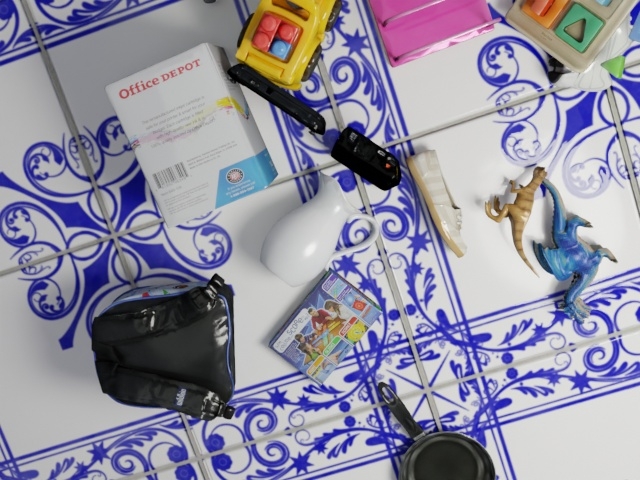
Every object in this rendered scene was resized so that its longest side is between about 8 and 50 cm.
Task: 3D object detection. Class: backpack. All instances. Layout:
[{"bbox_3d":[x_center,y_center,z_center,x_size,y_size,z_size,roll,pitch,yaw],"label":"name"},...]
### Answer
[{"bbox_3d":[-0.295,0.195,1.544,0.263,0.213,0.277,-2,95,-5],"label":"backpack"}]

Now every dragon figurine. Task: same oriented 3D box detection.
[{"bbox_3d":[0.460,0.024,1.535,0.144,0.085,0.289,-36,98,8],"label":"dragon figurine"}]

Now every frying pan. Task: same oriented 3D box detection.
[{"bbox_3d":[0.204,0.443,1.645,0.326,0.053,0.197,33,100,-2],"label":"frying pan"}]

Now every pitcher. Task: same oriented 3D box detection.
[{"bbox_3d":[0.000,0.000,1.545,0.177,0.125,0.207,40,89,-20],"label":"pitcher"}]

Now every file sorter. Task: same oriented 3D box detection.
[{"bbox_3d":[0.176,-0.477,1.405,0.202,0.182,0.291,-20,99,6],"label":"file sorter"}]

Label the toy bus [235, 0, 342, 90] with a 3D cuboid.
[{"bbox_3d":[-0.061,-0.387,1.421,0.149,0.211,0.220,26,99,-1],"label":"toy bus"}]

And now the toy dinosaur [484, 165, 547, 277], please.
[{"bbox_3d":[0.368,-0.046,1.504,0.112,0.064,0.212,9,82,34],"label":"toy dinosaur"}]

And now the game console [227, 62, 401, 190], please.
[{"bbox_3d":[-0.009,-0.203,1.453,0.361,0.213,0.044,34,88,-1],"label":"game console"}]

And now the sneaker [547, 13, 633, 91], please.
[{"bbox_3d":[0.512,-0.409,1.449,0.118,0.110,0.292,15,109,-8],"label":"sneaker"}]

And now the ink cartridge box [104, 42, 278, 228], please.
[{"bbox_3d":[-0.226,-0.195,1.470,0.198,0.197,0.270,-22,99,7],"label":"ink cartridge box"}]

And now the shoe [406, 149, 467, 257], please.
[{"bbox_3d":[0.234,-0.070,1.533,0.058,0.076,0.219,-25,97,12],"label":"shoe"}]

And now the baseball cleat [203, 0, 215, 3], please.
[{"bbox_3d":[-0.153,-0.527,1.468,0.109,0.072,0.206,16,102,0],"label":"baseball cleat"}]

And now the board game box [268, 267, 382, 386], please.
[{"bbox_3d":[0.009,0.173,1.611,0.136,0.035,0.201,39,100,-5],"label":"board game box"}]

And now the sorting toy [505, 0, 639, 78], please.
[{"bbox_3d":[0.434,-0.417,1.383,0.347,0.047,0.196,44,116,20],"label":"sorting toy"}]
